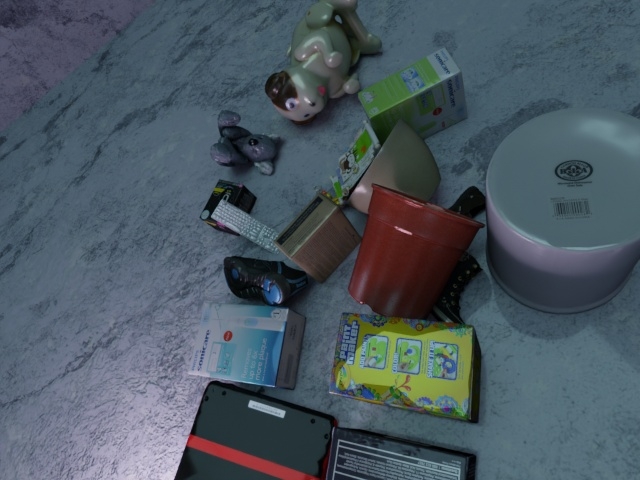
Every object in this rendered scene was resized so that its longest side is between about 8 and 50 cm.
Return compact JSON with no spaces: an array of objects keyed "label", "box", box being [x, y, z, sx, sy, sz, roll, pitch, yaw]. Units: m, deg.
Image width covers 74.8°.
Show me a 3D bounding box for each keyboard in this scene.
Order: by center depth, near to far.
[{"label":"keyboard","box":[-0.238,-0.045,1.397,0.256,0.014,0.072,30,77,2]}]

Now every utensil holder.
[{"label":"utensil holder","box":[0.527,-0.046,0.908,0.327,0.385,0.327,-10,63,20]}]

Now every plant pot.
[{"label":"plant pot","box":[0.203,0.035,0.988,0.272,0.272,0.265,26,103,31]},{"label":"plant pot","box":[0.227,-0.174,1.198,0.191,0.284,0.284,33,81,-1]}]

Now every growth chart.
[{"label":"growth chart","box":[0.102,-0.246,1.302,0.237,0.021,0.172,-56,35,26]}]

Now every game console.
[{"label":"game console","box":[-0.177,0.582,1.086,0.386,0.060,0.342,11,68,13]}]

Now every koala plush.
[{"label":"koala plush","box":[-0.261,-0.345,1.544,0.221,0.203,0.196,8,79,5]}]

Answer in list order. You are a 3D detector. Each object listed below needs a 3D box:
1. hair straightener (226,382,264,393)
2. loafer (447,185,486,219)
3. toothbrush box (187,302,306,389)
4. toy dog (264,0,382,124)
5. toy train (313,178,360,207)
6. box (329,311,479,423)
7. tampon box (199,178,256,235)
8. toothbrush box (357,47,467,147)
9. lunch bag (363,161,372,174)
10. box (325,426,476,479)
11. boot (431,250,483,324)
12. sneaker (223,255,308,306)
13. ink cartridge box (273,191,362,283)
[{"label":"hair straightener","box":[-0.181,0.461,1.188,0.230,0.047,0.089,20,76,30]},{"label":"loafer","box":[0.383,-0.055,1.155,0.078,0.080,0.220,39,86,33]},{"label":"toothbrush box","box":[-0.213,0.305,1.229,0.295,0.126,0.216,0,67,25]},{"label":"toy dog","box":[-0.034,-0.624,1.491,0.395,0.284,0.408,17,77,30]},{"label":"toy train","box":[0.054,-0.149,1.370,0.166,0.046,0.125,-8,50,25]},{"label":"box","box":[0.208,0.294,0.948,0.279,0.290,0.177,1,68,24]},{"label":"tampon box","box":[-0.326,-0.116,1.486,0.120,0.101,0.161,14,73,29]},{"label":"toothbrush box","box":[0.287,-0.416,1.291,0.283,0.206,0.122,-26,59,11]},{"label":"lunch bag","box":[0.141,-0.260,1.363,0.053,0.071,0.083,-12,63,17]},{"label":"box","box":[0.164,0.585,0.896,0.296,0.183,0.294,1,67,26]},{"label":"boot","box":[0.350,0.126,1.068,0.178,0.085,0.236,-40,42,1]},{"label":"sneaker","box":[-0.184,0.119,1.320,0.341,0.139,0.125,16,115,44]},{"label":"ink cartridge box","box":[0.000,0.000,1.209,0.193,0.234,0.088,-48,58,-3]}]
